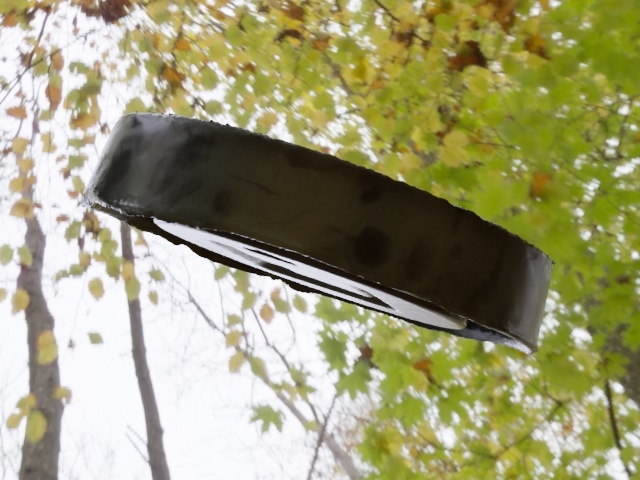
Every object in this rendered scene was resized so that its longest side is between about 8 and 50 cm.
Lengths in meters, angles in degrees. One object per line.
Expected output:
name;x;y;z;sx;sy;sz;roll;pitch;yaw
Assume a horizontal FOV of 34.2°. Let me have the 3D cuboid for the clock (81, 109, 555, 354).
clock;0.000;0.000;0.716;0.325;0.325;0.067;20;-96;-17
